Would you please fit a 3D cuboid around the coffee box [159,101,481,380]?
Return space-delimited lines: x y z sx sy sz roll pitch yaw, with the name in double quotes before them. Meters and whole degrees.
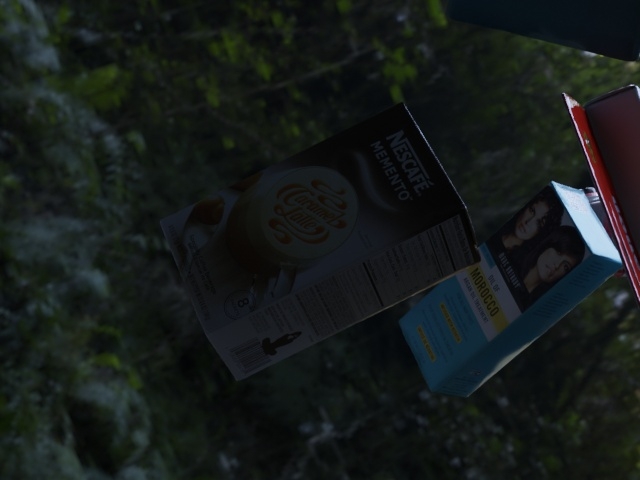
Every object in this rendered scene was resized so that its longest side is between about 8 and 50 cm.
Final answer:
"coffee box" 0.000 0.000 1.265 0.141 0.246 0.098 63 -1 35

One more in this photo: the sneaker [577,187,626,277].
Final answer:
"sneaker" 0.414 0.000 1.860 0.136 0.313 0.116 48 -36 44

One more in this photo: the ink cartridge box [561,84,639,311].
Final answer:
"ink cartridge box" 0.299 -0.002 1.239 0.275 0.060 0.239 71 16 8

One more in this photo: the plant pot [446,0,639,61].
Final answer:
"plant pot" 0.213 -0.300 1.140 0.165 0.166 0.234 15 -40 9

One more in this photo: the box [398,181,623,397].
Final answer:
"box" 0.196 0.056 1.490 0.244 0.060 0.100 -45 -129 29
